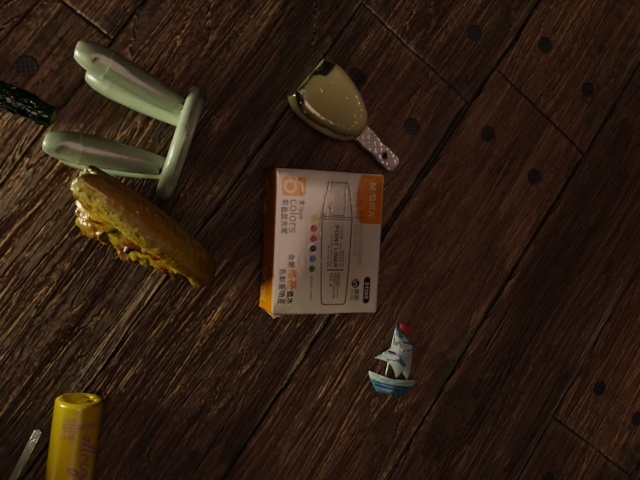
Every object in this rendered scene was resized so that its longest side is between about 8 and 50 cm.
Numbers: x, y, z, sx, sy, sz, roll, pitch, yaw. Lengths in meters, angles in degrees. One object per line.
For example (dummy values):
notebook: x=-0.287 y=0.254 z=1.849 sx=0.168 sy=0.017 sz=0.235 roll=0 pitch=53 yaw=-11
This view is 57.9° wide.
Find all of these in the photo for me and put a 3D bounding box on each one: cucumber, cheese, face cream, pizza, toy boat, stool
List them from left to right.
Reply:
cucumber: x=-0.546 y=-0.248 z=0.906 sx=0.256 sy=0.043 sz=0.044 roll=22 pitch=81 yaw=-19
face cream: x=-0.421 y=0.399 z=0.968 sx=0.078 sy=0.078 sz=0.273 roll=8 pitch=90 yaw=-20
stool: x=-0.302 y=-0.185 z=0.921 sx=0.198 sy=0.195 sz=0.195 roll=21 pitch=87 yaw=-15
pizza: x=-0.262 y=-0.005 z=0.900 sx=0.257 sy=0.268 sz=0.087 roll=30 pitch=74 yaw=-15
cheese: x=0.059 y=-0.225 z=1.117 sx=0.251 sy=0.054 sz=0.127 roll=43 pitch=79 yaw=-18
toy boat: x=0.162 y=0.255 z=1.199 sx=0.105 sy=0.034 sz=0.149 roll=39 pitch=68 yaw=-14

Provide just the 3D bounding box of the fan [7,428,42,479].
fan: x=-0.519 y=0.484 z=0.916 sx=0.294 sy=0.012 sz=0.223 roll=-38 pitch=73 yaw=-14

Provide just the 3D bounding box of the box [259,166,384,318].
box: x=0.000 y=0.000 z=1.088 sx=0.220 sy=0.091 sz=0.274 roll=-1 pitch=94 yaw=-20
